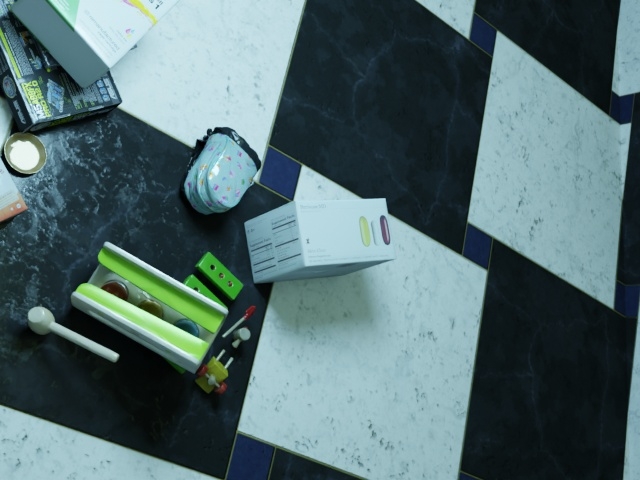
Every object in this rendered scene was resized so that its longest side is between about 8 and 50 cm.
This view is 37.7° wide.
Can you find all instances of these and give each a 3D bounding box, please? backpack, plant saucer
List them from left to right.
[{"bbox_3d":[-0.572,-0.167,1.811,0.083,0.015,0.084,13,69,-36],"label":"plant saucer"},{"bbox_3d":[-0.217,-0.144,2.025,0.152,0.115,0.182,44,57,-24],"label":"backpack"}]

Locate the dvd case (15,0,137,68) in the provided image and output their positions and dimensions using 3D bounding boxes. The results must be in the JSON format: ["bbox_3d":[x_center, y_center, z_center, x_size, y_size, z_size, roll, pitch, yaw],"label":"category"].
[{"bbox_3d":[-0.487,-0.441,1.874,0.221,0.018,0.165,-26,93,-45],"label":"dvd case"}]

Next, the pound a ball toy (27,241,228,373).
[{"bbox_3d":[-0.367,0.155,1.788,0.319,0.136,0.208,29,69,-2],"label":"pound a ball toy"}]

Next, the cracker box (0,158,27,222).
[{"bbox_3d":[-0.660,-0.122,1.695,0.155,0.067,0.232,-33,98,-40],"label":"cracker box"}]

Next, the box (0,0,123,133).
[{"bbox_3d":[-0.540,-0.366,1.854,0.216,0.060,0.270,-25,93,-43],"label":"box"}]

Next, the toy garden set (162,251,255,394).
[{"bbox_3d":[-0.237,0.183,1.963,0.204,0.049,0.244,46,53,-17],"label":"toy garden set"}]

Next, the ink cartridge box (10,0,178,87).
[{"bbox_3d":[-0.430,-0.468,1.838,0.201,0.117,0.278,49,49,-20],"label":"ink cartridge box"}]

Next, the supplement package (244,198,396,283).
[{"bbox_3d":[0.000,0.000,2.098,0.261,0.204,0.145,-4,80,-39],"label":"supplement package"}]
